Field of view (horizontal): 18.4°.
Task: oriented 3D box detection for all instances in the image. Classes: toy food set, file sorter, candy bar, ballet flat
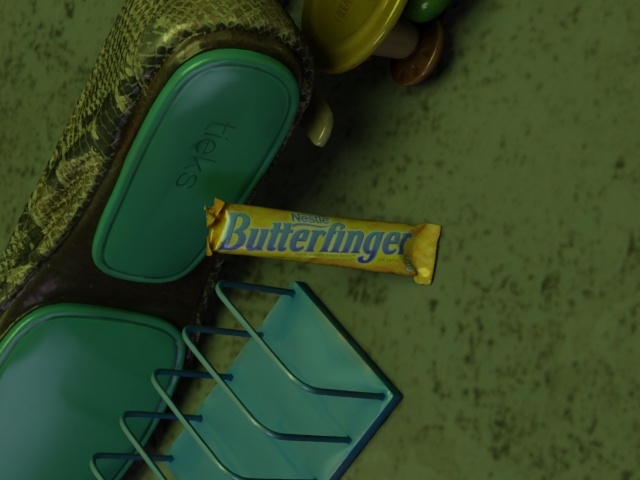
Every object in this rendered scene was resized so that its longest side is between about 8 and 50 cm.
[{"bbox_3d":[0.052,-0.166,1.309,0.218,0.071,0.128,-63,30,10],"label":"toy food set"},{"bbox_3d":[-0.057,0.124,1.320,0.118,0.104,0.170,48,112,32],"label":"file sorter"},{"bbox_3d":[0.000,0.000,1.277,0.018,0.161,0.040,-167,84,-71],"label":"candy bar"},{"bbox_3d":[-0.150,0.005,1.374,0.483,0.164,0.182,-61,31,27],"label":"ballet flat"}]
